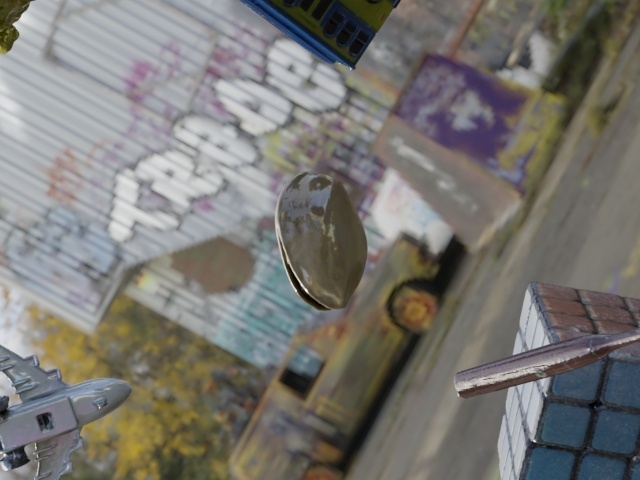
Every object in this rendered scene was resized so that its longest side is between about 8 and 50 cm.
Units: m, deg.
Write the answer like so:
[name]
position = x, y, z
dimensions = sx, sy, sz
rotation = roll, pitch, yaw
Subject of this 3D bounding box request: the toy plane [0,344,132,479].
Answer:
[toy plane]
position = -0.374, 0.238, 1.900
dimensions = 0.255, 0.251, 0.101
rotation = -17, 8, -2

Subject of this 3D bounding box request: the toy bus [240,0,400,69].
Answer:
[toy bus]
position = -0.024, -0.425, 2.360
dimensions = 0.175, 0.287, 0.138
rotation = -56, 42, 4

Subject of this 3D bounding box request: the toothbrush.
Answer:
[toothbrush]
position = 0.296, 0.143, 1.743
dimensions = 0.364, 0.041, 0.041
rotation = -23, 31, 48

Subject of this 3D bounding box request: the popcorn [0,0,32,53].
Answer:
[popcorn]
position = -0.597, -0.410, 2.280
dimensions = 0.312, 0.312, 0.312
rotation = -61, 1, 2

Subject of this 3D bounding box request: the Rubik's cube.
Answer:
[Rubik's cube]
position = 0.492, 0.293, 2.354
dimensions = 0.344, 0.344, 0.337
rotation = -77, -4, -74

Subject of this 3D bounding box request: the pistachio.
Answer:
[pistachio]
position = 0.000, 0.000, 2.364
dimensions = 0.153, 0.238, 0.137
rotation = -14, -3, -25
